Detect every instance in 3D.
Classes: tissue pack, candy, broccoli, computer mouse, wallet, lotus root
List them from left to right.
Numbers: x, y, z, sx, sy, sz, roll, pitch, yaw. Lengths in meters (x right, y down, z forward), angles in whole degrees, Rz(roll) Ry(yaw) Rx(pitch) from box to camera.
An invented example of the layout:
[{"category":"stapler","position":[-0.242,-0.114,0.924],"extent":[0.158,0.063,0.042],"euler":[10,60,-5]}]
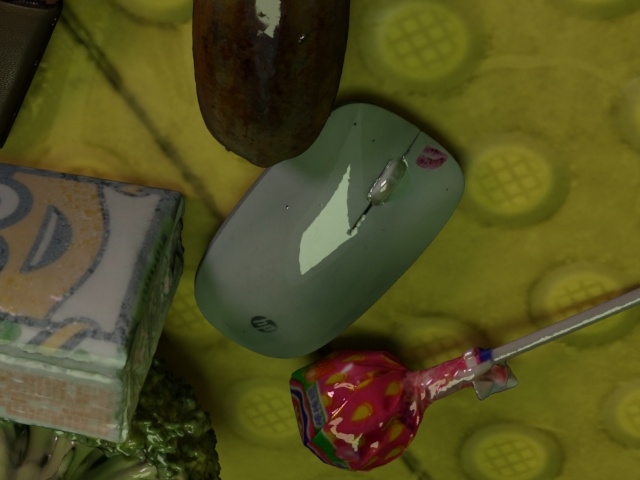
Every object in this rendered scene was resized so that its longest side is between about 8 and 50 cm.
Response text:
[{"category":"wallet","position":[-0.296,-0.150,1.209],"extent":[0.110,0.031,0.198],"euler":[10,145,-23]},{"category":"tissue pack","position":[-0.293,0.037,1.271],"extent":[0.310,0.228,0.128],"euler":[10,130,2]},{"category":"broccoli","position":[-0.243,0.195,1.394],"extent":[0.288,0.260,0.235],"euler":[1,95,13]},{"category":"lotus root","position":[-0.040,-0.166,1.134],"extent":[0.124,0.123,0.241],"euler":[2,132,-4]},{"category":"computer mouse","position":[-0.001,0.004,1.282],"extent":[0.159,0.097,0.288],"euler":[35,126,-15]},{"category":"candy","position":[0.144,0.116,1.360],"extent":[0.365,0.124,0.124],"euler":[-25,122,13]}]
